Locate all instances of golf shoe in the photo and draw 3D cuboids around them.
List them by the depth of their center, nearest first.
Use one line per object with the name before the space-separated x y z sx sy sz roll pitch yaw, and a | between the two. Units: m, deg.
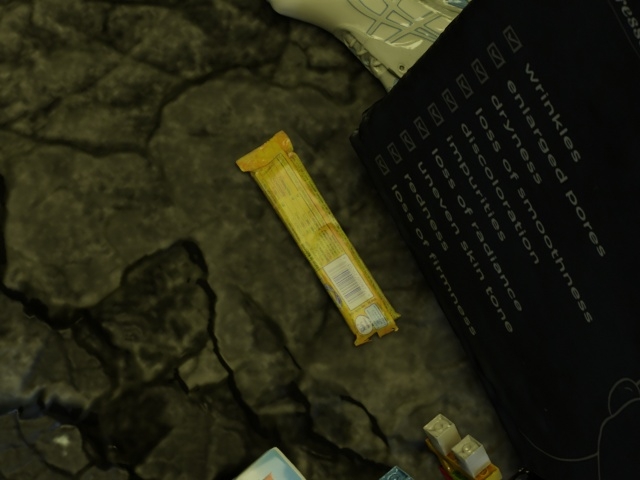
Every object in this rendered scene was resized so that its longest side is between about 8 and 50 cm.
golf shoe | 0.044 -0.142 1.351 0.176 0.069 0.086 9 82 -3

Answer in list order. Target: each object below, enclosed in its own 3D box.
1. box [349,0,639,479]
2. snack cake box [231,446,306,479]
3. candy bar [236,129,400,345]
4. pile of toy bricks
box | 0.295 0.023 1.112 0.297 0.472 0.480 -26 85 -16
snack cake box | 0.022 0.260 1.212 0.089 0.152 0.264 -42 84 -13
candy bar | 0.000 0.000 1.336 0.040 0.018 0.161 -32 83 -9
pile of toy bricks | 0.118 0.215 1.229 0.118 0.105 0.212 -39 40 -14
